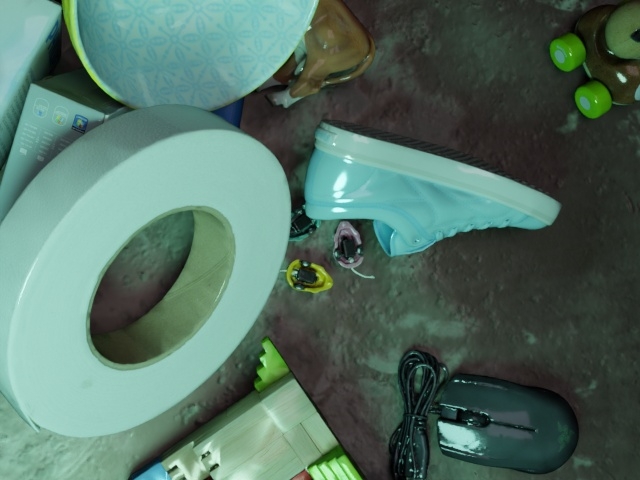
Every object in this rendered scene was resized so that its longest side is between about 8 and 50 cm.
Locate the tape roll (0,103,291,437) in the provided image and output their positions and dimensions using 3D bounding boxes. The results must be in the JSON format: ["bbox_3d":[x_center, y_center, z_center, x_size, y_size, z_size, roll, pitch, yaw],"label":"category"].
[{"bbox_3d":[-0.193,0.040,1.132,0.072,0.392,0.392,34,73,31],"label":"tape roll"}]

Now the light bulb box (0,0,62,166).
[{"bbox_3d":[-0.518,-0.161,1.113,0.358,0.225,0.361,27,80,-12],"label":"light bulb box"}]

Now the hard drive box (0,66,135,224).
[{"bbox_3d":[-0.278,-0.064,1.144,0.089,0.181,0.232,23,107,2],"label":"hard drive box"}]

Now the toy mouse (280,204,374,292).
[{"bbox_3d":[0.000,0.000,1.345,0.161,0.031,0.143,13,78,-16],"label":"toy mouse"}]

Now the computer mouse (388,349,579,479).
[{"bbox_3d":[0.233,0.252,1.369,0.272,0.072,0.188,8,82,-15],"label":"computer mouse"}]

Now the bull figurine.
[{"bbox_3d":[-0.067,-0.317,1.318,0.188,0.101,0.310,-40,90,-7],"label":"bull figurine"}]

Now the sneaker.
[{"bbox_3d":[0.140,-0.047,1.350,0.366,0.135,0.150,14,105,-20],"label":"sneaker"}]

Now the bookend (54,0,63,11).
[{"bbox_3d":[-0.366,-0.378,1.252,0.157,0.072,0.156,11,83,-15],"label":"bookend"}]

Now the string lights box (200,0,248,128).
[{"bbox_3d":[-0.157,-0.195,1.239,0.133,0.077,0.259,11,100,2],"label":"string lights box"}]

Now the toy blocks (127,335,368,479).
[{"bbox_3d":[-0.062,0.349,1.242,0.261,0.191,0.381,-35,94,-4],"label":"toy blocks"}]

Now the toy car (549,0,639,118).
[{"bbox_3d":[0.438,-0.270,1.409,0.155,0.188,0.149,-31,94,-16],"label":"toy car"}]

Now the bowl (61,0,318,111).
[{"bbox_3d":[-0.156,-0.294,1.088,0.289,0.156,0.289,-23,136,-24],"label":"bowl"}]
